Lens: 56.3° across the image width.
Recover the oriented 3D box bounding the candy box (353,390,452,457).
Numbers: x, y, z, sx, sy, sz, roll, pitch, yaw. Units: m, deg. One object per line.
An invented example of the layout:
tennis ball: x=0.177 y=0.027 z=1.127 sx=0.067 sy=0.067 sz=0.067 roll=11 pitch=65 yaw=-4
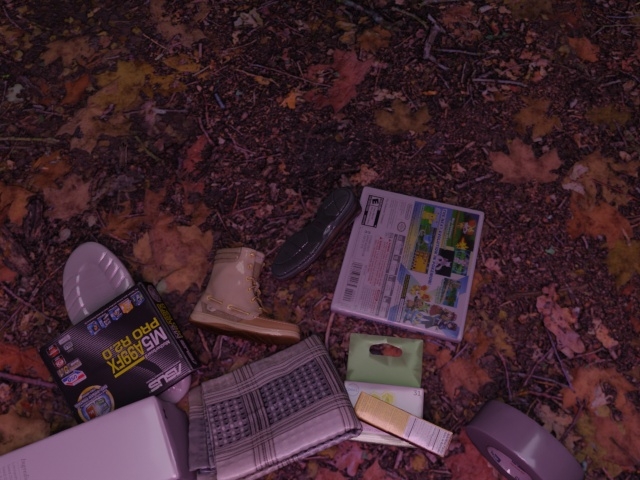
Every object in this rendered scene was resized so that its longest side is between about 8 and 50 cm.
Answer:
candy box: x=0.155 y=0.359 z=1.168 sx=0.187 sy=0.109 sz=0.053 roll=24 pitch=74 yaw=11

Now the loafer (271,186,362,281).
loafer: x=0.000 y=0.000 z=1.401 sx=0.267 sy=0.084 sz=0.096 roll=-49 pitch=47 yaw=1

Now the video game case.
video game case: x=0.208 y=0.048 z=1.400 sx=0.300 sy=0.036 sz=0.328 roll=13 pitch=67 yaw=8

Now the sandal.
sandal: x=-0.434 y=0.192 z=1.335 sx=0.169 sy=0.102 sz=0.416 roll=-36 pitch=79 yaw=4

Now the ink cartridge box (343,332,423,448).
ink cartridge box: x=0.134 y=0.313 z=1.277 sx=0.171 sy=0.056 sz=0.235 roll=5 pitch=69 yaw=5

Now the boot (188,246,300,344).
boot: x=-0.148 y=0.120 z=1.342 sx=0.262 sy=0.095 sz=0.203 roll=7 pitch=65 yaw=21

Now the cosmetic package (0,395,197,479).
cosmetic package: x=-0.477 y=0.468 z=1.139 sx=0.453 sy=0.230 sz=0.161 roll=-21 pitch=68 yaw=-6

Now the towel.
towel: x=-0.112 y=0.328 z=1.181 sx=0.324 sy=0.056 sz=0.312 roll=-23 pitch=29 yaw=-4

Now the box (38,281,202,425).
box: x=-0.416 y=0.245 z=1.242 sx=0.270 sy=0.060 sz=0.216 roll=-33 pitch=81 yaw=4

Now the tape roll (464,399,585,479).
tape roll: x=0.383 y=0.405 z=1.135 sx=0.219 sy=0.219 sz=0.072 roll=41 pitch=74 yaw=18
